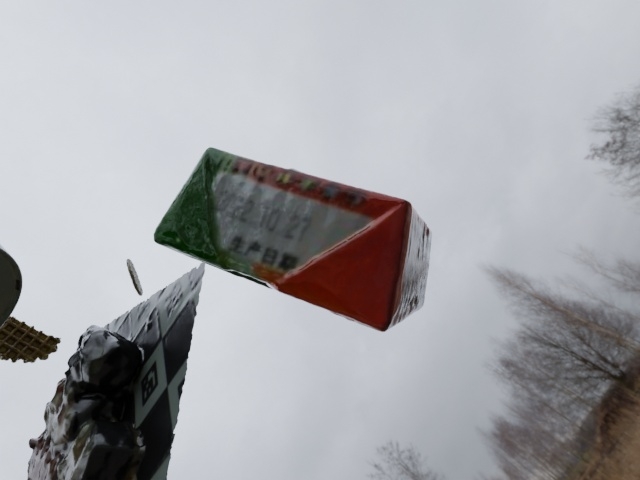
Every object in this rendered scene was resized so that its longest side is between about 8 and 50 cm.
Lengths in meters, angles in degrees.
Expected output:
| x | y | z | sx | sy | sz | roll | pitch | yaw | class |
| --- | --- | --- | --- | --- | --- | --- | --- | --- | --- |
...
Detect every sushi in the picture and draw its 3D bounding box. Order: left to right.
| x | y | z | sx | sy | sz | roll | pitch | yaw | class |
| --- | --- | --- | --- | --- | --- | --- | --- | --- | --- |
| -0.184 | 0.142 | 0.314 | 0.047 | 0.232 | 0.219 | 27 | -129 | -36 | sushi |

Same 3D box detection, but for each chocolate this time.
| x | y | z | sx | sy | sz | roll | pitch | yaw | class |
| --- | --- | --- | --- | --- | --- | --- | --- | --- | --- |
| 0.000 | 0.000 | 0.652 | 0.360 | 0.342 | 0.161 | 14 | -87 | -69 | chocolate |

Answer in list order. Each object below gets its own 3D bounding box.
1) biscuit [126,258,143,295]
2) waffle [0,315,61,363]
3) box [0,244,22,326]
| x | y | z | sx | sy | sz | roll | pitch | yaw | class |
| --- | --- | --- | --- | --- | --- | --- | --- | --- | --- |
| -0.688 | 0.138 | 1.509 | 0.020 | 0.152 | 0.151 | -19 | -52 | -19 | biscuit |
| -0.927 | 0.304 | 1.283 | 0.192 | 0.160 | 0.046 | 9 | -28 | -43 | waffle |
| -0.471 | 0.040 | 0.418 | 0.226 | 0.149 | 0.226 | -46 | -16 | -18 | box |
